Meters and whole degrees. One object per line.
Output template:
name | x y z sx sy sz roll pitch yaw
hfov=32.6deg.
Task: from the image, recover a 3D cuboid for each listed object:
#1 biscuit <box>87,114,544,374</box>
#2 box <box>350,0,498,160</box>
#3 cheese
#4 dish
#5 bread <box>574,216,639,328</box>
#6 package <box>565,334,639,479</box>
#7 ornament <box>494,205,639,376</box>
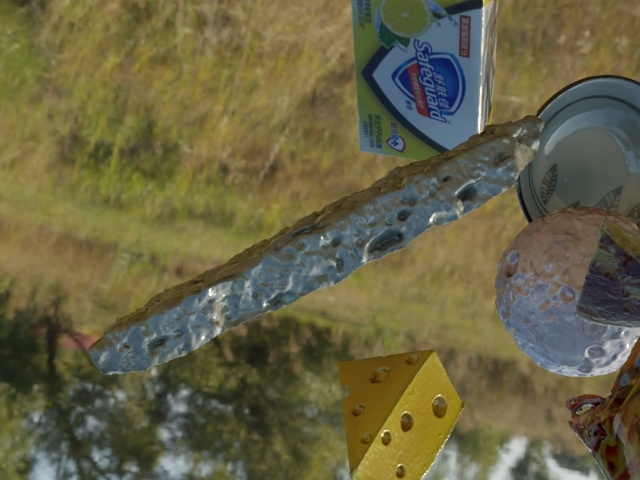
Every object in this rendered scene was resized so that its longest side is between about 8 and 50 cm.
biscuit | 0.001 0.002 0.652 0.289 0.038 0.141 -27 -174 -8
box | 0.129 -0.225 1.346 0.168 0.097 0.265 12 138 15
cheese | 0.069 0.215 1.183 0.126 0.171 0.093 -12 126 29
dish | 0.458 -0.117 1.836 0.316 0.317 0.106 12 -179 -12
bread | 0.354 0.050 1.188 0.136 0.054 0.154 24 145 23
package | 0.357 0.194 1.024 0.108 0.223 0.288 16 -147 -32
ornament | 0.393 0.077 1.631 0.259 0.260 0.225 13 167 -15
